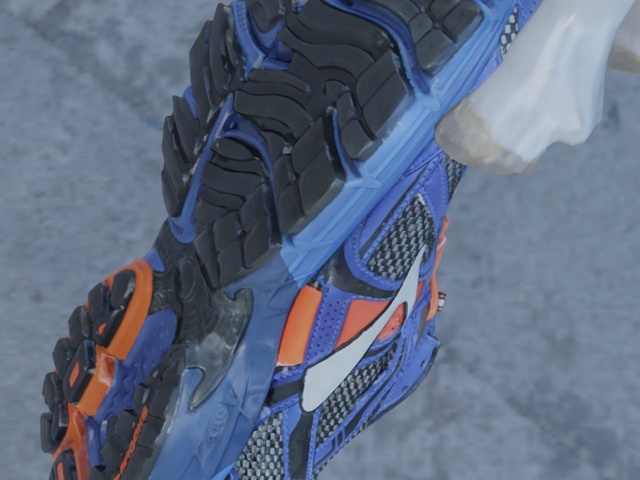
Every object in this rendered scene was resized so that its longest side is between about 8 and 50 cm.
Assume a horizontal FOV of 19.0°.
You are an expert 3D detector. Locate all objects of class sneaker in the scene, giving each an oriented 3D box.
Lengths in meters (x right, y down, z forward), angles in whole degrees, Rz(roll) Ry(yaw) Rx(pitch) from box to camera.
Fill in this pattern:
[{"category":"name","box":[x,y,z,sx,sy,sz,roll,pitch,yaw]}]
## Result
[{"category":"sneaker","box":[0.000,0.000,0.518,0.087,0.221,0.083,7,41,-36]}]

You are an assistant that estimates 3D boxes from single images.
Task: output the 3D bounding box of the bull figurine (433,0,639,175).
[{"category":"bull figurine","box":[0.110,-0.105,0.342,0.310,0.101,0.188,9,119,3]}]
